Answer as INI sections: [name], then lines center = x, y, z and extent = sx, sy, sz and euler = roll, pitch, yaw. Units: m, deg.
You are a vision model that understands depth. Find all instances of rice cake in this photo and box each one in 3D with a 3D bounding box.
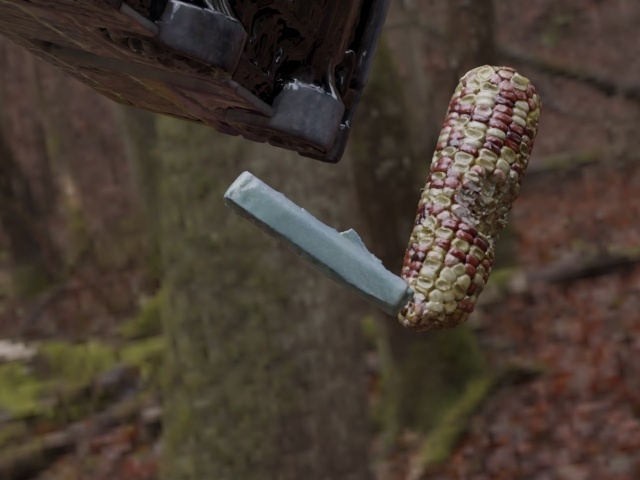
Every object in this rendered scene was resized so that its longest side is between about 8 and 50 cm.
[rice cake]
center = 0.000, 0.000, 1.569
extent = 0.042, 0.180, 0.030
euler = -52, -14, -15

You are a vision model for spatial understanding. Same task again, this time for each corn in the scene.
[corn]
center = 0.146, -0.038, 1.865
extent = 0.098, 0.290, 0.098
euler = 16, -20, 6

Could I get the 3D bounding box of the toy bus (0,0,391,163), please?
[toy bus]
center = -0.113, -0.209, 1.201
extent = 0.249, 0.209, 0.440
euler = 16, -4, 19
